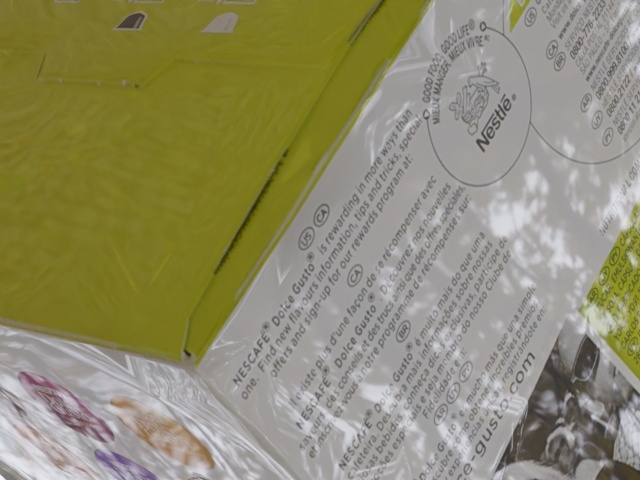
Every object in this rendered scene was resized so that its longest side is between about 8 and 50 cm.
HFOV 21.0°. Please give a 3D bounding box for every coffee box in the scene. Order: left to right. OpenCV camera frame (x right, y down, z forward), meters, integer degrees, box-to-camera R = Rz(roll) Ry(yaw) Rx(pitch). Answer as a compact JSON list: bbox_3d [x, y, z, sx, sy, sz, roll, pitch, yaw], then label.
[{"bbox_3d":[0.000,0.000,0.892,0.338,0.334,0.338,8,-123,45],"label":"coffee box"}]
